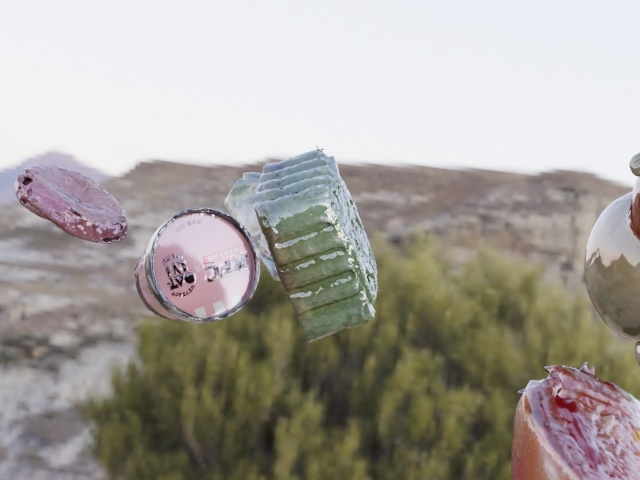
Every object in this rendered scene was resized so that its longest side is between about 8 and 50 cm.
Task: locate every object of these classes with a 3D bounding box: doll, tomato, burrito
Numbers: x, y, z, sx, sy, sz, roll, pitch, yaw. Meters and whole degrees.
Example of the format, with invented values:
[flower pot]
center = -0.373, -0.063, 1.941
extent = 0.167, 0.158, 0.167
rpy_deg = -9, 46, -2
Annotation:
[doll]
center = 0.412, -0.011, 1.732
extent = 0.174, 0.235, 0.330
rpy_deg = 5, -44, -13
[tomato]
center = 0.285, 0.271, 1.429
extent = 0.309, 0.170, 0.309
rpy_deg = 26, 24, -12
[burrito]
center = -0.064, -0.021, 2.108
extent = 0.066, 0.096, 0.309
rpy_deg = 39, 4, -30

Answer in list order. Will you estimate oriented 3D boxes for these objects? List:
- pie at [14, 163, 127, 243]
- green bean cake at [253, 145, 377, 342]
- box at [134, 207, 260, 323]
[pie]
center = -0.300, -0.046, 1.815
extent = 0.154, 0.038, 0.153
rpy_deg = 24, 17, -8
[green bean cake]
center = 0.000, 0.000, 1.681
extent = 0.094, 0.173, 0.181
rpy_deg = -18, 21, 8
[box]
center = -0.173, 0.040, 1.990
extent = 0.151, 0.151, 0.135
rpy_deg = 10, -12, -21
